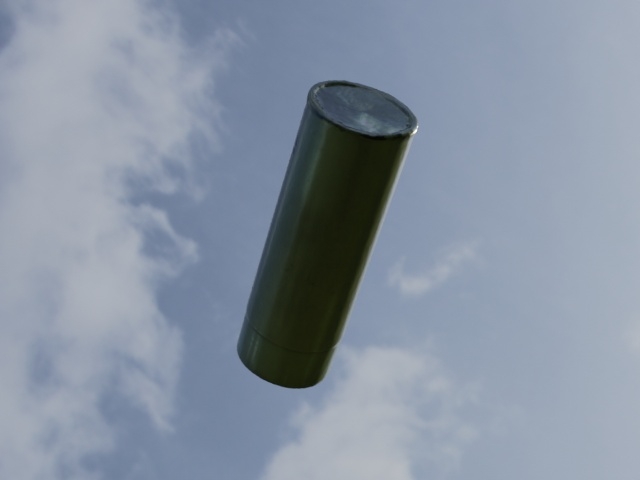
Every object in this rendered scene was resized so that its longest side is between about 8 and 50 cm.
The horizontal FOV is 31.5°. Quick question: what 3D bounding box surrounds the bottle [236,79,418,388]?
[{"bbox_3d":[0.000,0.000,0.741,0.072,0.072,0.202,2,-55,-25],"label":"bottle"}]
